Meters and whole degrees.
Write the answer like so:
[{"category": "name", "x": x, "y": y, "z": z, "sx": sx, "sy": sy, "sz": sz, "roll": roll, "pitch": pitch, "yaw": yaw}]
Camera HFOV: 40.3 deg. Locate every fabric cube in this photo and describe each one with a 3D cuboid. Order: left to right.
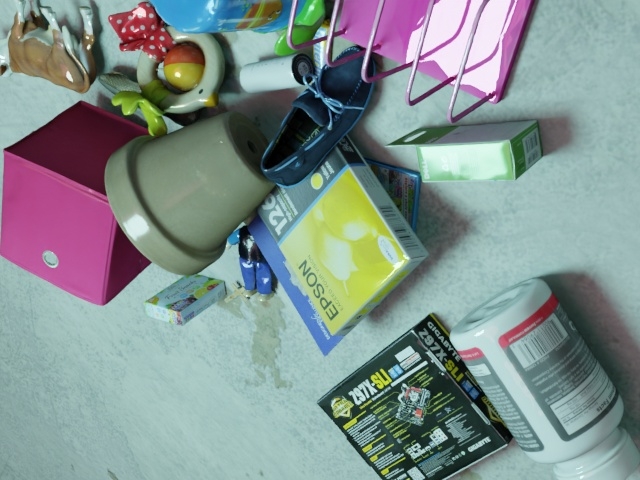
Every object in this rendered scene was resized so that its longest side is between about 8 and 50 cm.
[{"category": "fabric cube", "x": -0.450, "y": -0.077, "z": 1.725, "sx": 0.254, "sy": 0.259, "sz": 0.258, "roll": 25, "pitch": 127, "yaw": 9}]

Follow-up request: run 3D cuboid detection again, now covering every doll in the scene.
[{"category": "doll", "x": -0.134, "y": 0.023, "z": 1.709, "sx": 0.129, "sy": 0.046, "sz": 0.189, "roll": 15, "pitch": 122, "yaw": 29}]

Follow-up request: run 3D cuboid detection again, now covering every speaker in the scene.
[{"category": "speaker", "x": -0.076, "y": -0.284, "z": 1.486, "sx": 0.136, "sy": 0.055, "sz": 0.055, "roll": 1, "pitch": 113, "yaw": 45}]

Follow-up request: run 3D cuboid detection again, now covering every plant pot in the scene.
[{"category": "plant pot", "x": -0.199, "y": -0.104, "z": 1.508, "sx": 0.229, "sy": 0.263, "sz": 0.263, "roll": -31, "pitch": 93, "yaw": 21}]

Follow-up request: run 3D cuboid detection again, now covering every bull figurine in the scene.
[{"category": "bull figurine", "x": -0.571, "y": -0.400, "z": 1.777, "sx": 0.310, "sy": 0.101, "sz": 0.188, "roll": 21, "pitch": 122, "yaw": 28}]

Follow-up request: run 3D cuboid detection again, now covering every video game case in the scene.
[{"category": "video game case", "x": 0.093, "y": -0.081, "z": 1.504, "sx": 0.166, "sy": 0.015, "sz": 0.119, "roll": 20, "pitch": 123, "yaw": 28}]

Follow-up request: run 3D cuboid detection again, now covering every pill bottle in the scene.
[{"category": "pill bottle", "x": 0.357, "y": 0.233, "z": 1.362, "sx": 0.176, "sy": 0.176, "sz": 0.318, "roll": -32, "pitch": 92, "yaw": 42}]

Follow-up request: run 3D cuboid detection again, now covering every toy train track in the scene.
[{"category": "toy train track", "x": -0.174, "y": 0.110, "z": 1.808, "sx": 0.048, "sy": 0.014, "sz": 0.083, "roll": 51, "pitch": 138, "yaw": -6}]

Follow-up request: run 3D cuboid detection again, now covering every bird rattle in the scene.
[{"category": "bird rattle", "x": -0.272, "y": -0.316, "z": 1.585, "sx": 0.207, "sy": 0.143, "sz": 0.253, "roll": -1, "pitch": 74, "yaw": 11}]

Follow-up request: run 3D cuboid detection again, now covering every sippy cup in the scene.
[{"category": "sippy cup", "x": -0.149, "y": -0.425, "z": 1.362, "sx": 0.305, "sy": 0.224, "sz": 0.240, "roll": 16, "pitch": 120, "yaw": 31}]

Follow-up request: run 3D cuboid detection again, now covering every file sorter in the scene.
[{"category": "file sorter", "x": 0.123, "y": -0.320, "z": 1.244, "sx": 0.290, "sy": 0.182, "sz": 0.202, "roll": 29, "pitch": 127, "yaw": 22}]

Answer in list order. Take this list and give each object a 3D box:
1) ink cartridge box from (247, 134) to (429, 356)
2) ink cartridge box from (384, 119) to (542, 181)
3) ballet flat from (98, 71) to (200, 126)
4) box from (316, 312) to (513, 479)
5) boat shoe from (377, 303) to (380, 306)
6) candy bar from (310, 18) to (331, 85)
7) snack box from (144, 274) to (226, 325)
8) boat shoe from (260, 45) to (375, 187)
[{"category": "ink cartridge box", "x": 0.000, "y": 0.000, "z": 1.503, "sx": 0.307, "sy": 0.072, "sz": 0.303, "roll": -47, "pitch": 64, "yaw": 32}, {"category": "ink cartridge box", "x": 0.216, "y": -0.133, "z": 1.321, "sx": 0.209, "sy": 0.109, "sz": 0.062, "roll": 1, "pitch": 113, "yaw": 36}, {"category": "ballet flat", "x": -0.329, "y": -0.282, "z": 1.691, "sx": 0.250, "sy": 0.084, "sz": 0.058, "roll": 25, "pitch": 85, "yaw": 28}, {"category": "box", "x": 0.174, "y": 0.318, "z": 1.613, "sx": 0.257, "sy": 0.079, "sz": 0.322, "roll": 50, "pitch": 132, "yaw": 7}, {"category": "boat shoe", "x": 0.027, "y": 0.063, "z": 1.595, "sx": 0.183, "sy": 0.065, "sz": 0.083, "roll": 52, "pitch": 131, "yaw": 2}, {"category": "candy bar", "x": -0.001, "y": -0.294, "z": 1.461, "sx": 0.040, "sy": 0.018, "sz": 0.161, "roll": 21, "pitch": 125, "yaw": 27}, {"category": "snack box", "x": -0.278, "y": 0.119, "z": 1.803, "sx": 0.100, "sy": 0.141, "sz": 0.037, "roll": 10, "pitch": 119, "yaw": 33}, {"category": "boat shoe", "x": -0.001, "y": -0.196, "z": 1.398, "sx": 0.109, "sy": 0.089, "sz": 0.258, "roll": 33, "pitch": 97, "yaw": 28}]
